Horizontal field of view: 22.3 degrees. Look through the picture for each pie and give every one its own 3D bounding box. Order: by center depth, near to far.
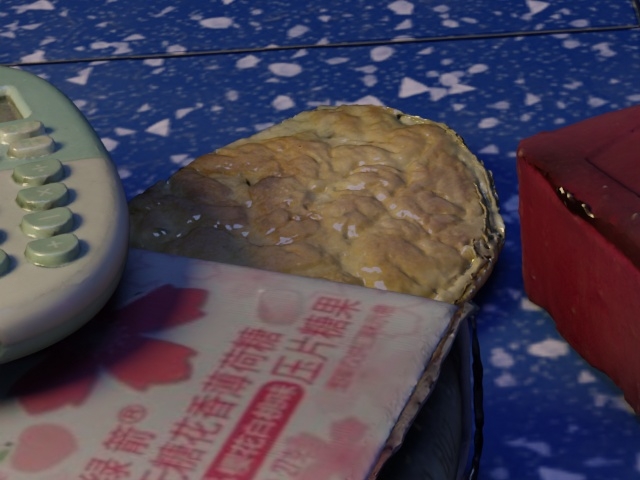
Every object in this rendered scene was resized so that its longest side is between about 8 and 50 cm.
[{"bbox_3d":[0.000,-0.003,0.834,0.218,0.052,0.185,-30,39,-35],"label":"pie"}]

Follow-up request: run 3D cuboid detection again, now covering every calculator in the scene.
[{"bbox_3d":[-0.186,-0.022,0.713,0.184,0.042,0.295,-12,31,-19],"label":"calculator"}]

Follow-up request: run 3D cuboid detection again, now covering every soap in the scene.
[{"bbox_3d":[0.230,-0.015,0.784,0.250,0.099,0.162,-17,28,-17],"label":"soap"}]

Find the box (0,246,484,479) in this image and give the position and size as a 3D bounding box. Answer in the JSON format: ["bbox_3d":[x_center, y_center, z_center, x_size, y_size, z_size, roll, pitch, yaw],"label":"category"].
[{"bbox_3d":[-0.123,0.079,0.677,0.370,0.112,0.190,7,37,20],"label":"box"}]
